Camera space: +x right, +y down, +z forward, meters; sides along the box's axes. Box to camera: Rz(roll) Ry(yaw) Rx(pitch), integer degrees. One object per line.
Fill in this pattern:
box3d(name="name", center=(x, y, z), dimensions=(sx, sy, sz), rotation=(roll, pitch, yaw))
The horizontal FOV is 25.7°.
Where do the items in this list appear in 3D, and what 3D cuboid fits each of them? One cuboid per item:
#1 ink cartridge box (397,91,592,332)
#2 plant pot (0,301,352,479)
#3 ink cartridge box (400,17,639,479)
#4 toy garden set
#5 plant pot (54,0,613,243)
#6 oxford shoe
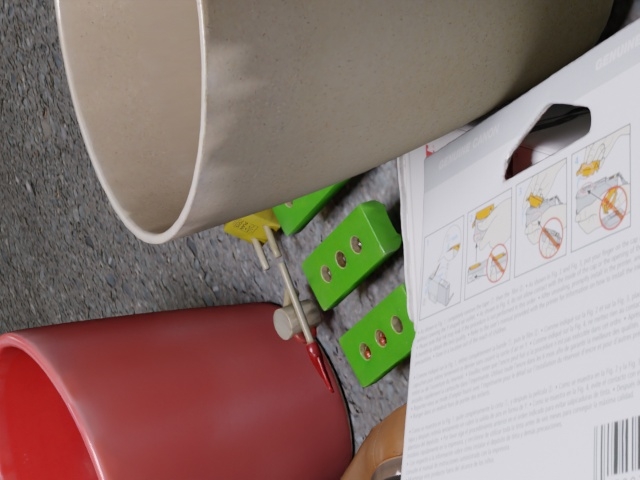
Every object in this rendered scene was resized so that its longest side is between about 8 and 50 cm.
box3d(name="ink cartridge box", center=(0.148, 0.006, 0.837), dimensions=(0.218, 0.092, 0.158), rotation=(22, 123, 50))
box3d(name="plant pot", center=(-0.124, 0.178, 1.205), dimensions=(0.275, 0.243, 0.274), rotation=(31, 129, 47))
box3d(name="ink cartridge box", center=(0.133, 0.032, 0.709), dimensions=(0.275, 0.060, 0.238), rotation=(-32, 48, 60))
box3d(name="toy garden set", center=(0.000, 0.000, 1.115), dimensions=(0.244, 0.049, 0.204), rotation=(63, 146, 14))
box3d(name="plant pot", center=(0.016, -0.144, 0.779), dimensions=(0.256, 0.274, 0.256), rotation=(171, 90, -67))
box3d(name="oxford shoe", center=(0.051, 0.193, 1.124), dimensions=(0.212, 0.076, 0.076), rotation=(122, 154, -54))
